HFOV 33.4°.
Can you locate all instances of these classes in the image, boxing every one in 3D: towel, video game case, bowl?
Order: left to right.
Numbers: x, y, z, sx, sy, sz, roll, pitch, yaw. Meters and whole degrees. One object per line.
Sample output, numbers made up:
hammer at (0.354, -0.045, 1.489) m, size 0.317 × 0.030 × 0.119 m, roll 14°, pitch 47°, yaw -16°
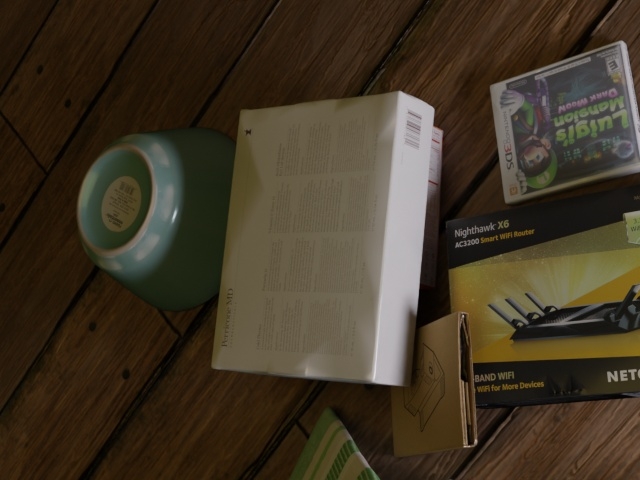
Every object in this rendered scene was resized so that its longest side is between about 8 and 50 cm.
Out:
bowl at (-0.272, -0.051, 1.711) m, size 0.312 × 0.163 × 0.311 m, roll -10°, pitch 73°, yaw 35°
towel at (0.006, 0.386, 1.381) m, size 0.247 × 0.038 × 0.325 m, roll -65°, pitch 18°, yaw 6°
video game case at (0.316, -0.149, 1.380) m, size 0.190 × 0.022 × 0.173 m, roll -16°, pitch 71°, yaw 33°

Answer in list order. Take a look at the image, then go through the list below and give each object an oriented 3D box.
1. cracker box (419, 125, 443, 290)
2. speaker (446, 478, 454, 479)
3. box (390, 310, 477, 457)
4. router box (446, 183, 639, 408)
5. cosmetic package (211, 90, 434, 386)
cracker box at (0.086, -0.046, 1.500) m, size 0.156 × 0.067 × 0.232 m, roll -4°, pitch 77°, yaw 36°
speaker at (0.206, 0.348, 1.329) m, size 0.136 × 0.055 × 0.055 m, roll 18°, pitch 91°, yaw 38°
box at (0.140, 0.190, 1.370) m, size 0.201 × 0.021 × 0.164 m, roll 144°, pitch 127°, yaw -65°
router box at (0.309, 0.073, 1.297) m, size 0.309 × 0.081 × 0.242 m, roll -12°, pitch 73°, yaw 34°
cosmetic package at (0.000, 0.000, 1.452) m, size 0.285 × 0.097 × 0.377 m, roll 0°, pitch 80°, yaw 37°
